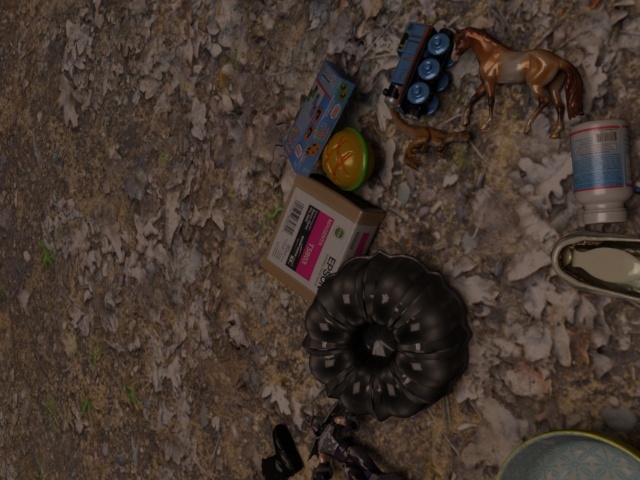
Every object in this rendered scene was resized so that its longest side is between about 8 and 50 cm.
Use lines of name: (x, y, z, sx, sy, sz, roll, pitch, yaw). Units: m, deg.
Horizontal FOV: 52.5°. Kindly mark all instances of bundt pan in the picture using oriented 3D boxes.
bundt pan: (0.108, 0.191, 1.218, 0.330, 0.124, 0.331, 4, 101, 22)

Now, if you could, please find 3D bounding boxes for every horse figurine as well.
horse figurine: (0.343, -0.274, 1.129, 0.263, 0.066, 0.175, 17, 106, 37)

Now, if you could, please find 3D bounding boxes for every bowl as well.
bowl: (0.430, 0.425, 1.010, 0.289, 0.156, 0.290, 1, 91, 37)

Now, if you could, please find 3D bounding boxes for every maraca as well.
maraca: (0.046, -0.171, 1.333, 0.185, 0.099, 0.127, 36, 119, 55)

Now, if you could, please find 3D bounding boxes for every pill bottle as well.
pill bottle: (0.449, -0.107, 1.036, 0.087, 0.087, 0.160, -4, 88, 37)

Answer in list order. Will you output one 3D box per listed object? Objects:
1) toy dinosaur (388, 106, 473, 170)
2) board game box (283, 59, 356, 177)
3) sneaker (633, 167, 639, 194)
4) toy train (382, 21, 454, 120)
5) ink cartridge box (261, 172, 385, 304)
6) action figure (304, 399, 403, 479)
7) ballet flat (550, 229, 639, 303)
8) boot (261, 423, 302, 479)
toy dinosaur: (0.193, -0.200, 1.256, 0.211, 0.064, 0.112, 24, 78, 32)
board game box: (-0.008, -0.257, 1.356, 0.212, 0.039, 0.160, -60, 24, 20)
sneaker: (0.549, -0.098, 0.985, 0.135, 0.052, 0.058, 3, 88, 36)
toy train: (0.185, -0.317, 1.222, 0.105, 0.080, 0.184, 22, 89, 31)
ink cartridge box: (0.000, 0.000, 1.371, 0.193, 0.088, 0.235, 33, 109, 33)
action figure: (0.062, 0.446, 1.324, 0.285, 0.099, 0.186, 37, 120, 35)
ballet flat: (0.531, 0.054, 0.950, 0.400, 0.139, 0.139, 8, 95, 36)
boot: (-0.099, 0.492, 1.477, 0.099, 0.045, 0.121, -40, 68, 33)
